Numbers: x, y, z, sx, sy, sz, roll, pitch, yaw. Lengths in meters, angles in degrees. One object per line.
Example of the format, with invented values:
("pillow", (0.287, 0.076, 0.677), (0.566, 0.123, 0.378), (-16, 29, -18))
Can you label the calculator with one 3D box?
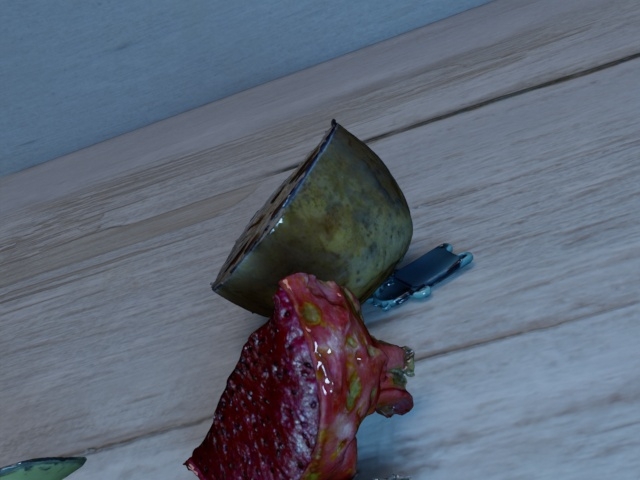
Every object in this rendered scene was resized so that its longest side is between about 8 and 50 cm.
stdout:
("calculator", (0.124, 0.048, 1.123), (0.141, 0.019, 0.094), (-30, 24, -15))

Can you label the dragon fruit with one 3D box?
("dragon fruit", (0.013, 0.151, 0.838), (0.211, 0.262, 0.134), (-18, 54, -44))

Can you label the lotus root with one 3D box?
("lotus root", (0.000, 0.000, 1.124), (0.272, 0.192, 0.272), (-46, 17, 18))

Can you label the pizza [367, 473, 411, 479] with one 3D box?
("pizza", (0.033, 0.263, 0.699), (0.185, 0.052, 0.195), (-22, 18, -17))

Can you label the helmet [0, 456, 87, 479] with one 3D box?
("helmet", (-0.348, 0.301, 0.848), (0.257, 0.137, 0.204), (-13, -15, 2))
